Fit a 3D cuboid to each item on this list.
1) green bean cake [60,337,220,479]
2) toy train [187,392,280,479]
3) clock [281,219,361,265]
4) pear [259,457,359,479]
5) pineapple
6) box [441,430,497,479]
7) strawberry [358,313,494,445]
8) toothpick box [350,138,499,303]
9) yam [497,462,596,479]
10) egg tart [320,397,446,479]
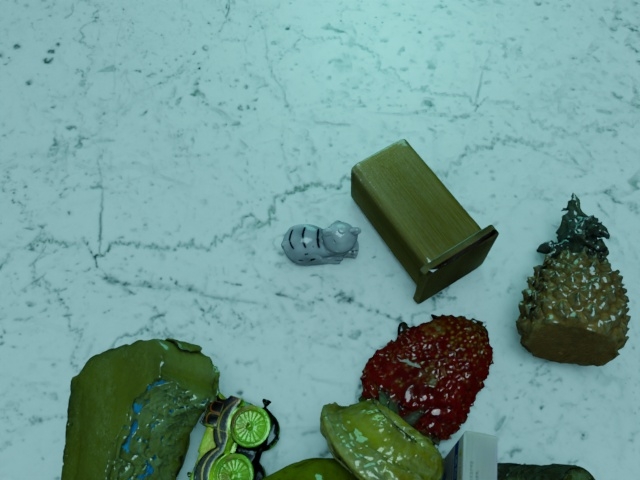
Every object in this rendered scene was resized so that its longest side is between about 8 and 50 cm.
[{"bbox_3d":[-0.323,0.357,1.312,0.285,0.202,0.310,-15,61,36],"label":"green bean cake"},{"bbox_3d":[-0.187,0.446,1.358,0.160,0.100,0.296,13,68,12],"label":"toy train"},{"bbox_3d":[0.000,-0.001,1.534,0.176,0.117,0.080,-3,67,-1],"label":"clock"},{"bbox_3d":[0.012,0.525,1.243,0.321,0.269,0.269,24,68,-8],"label":"pear"},{"bbox_3d":[0.539,0.075,1.476,0.222,0.223,0.357,12,59,4],"label":"pineapple"},{"bbox_3d":[0.257,0.539,1.237,0.065,0.200,0.343,9,57,1],"label":"box"},{"bbox_3d":[0.229,0.254,1.424,0.233,0.138,0.306,31,72,13],"label":"strawberry"},{"bbox_3d":[0.211,-0.051,1.529,0.187,0.190,0.308,-30,67,-11],"label":"toothpick box"},{"bbox_3d":[0.410,0.488,1.291,0.154,0.254,0.154,8,68,-22],"label":"yam"},{"bbox_3d":[0.128,0.385,1.281,0.290,0.290,0.115,40,92,14],"label":"egg tart"}]
